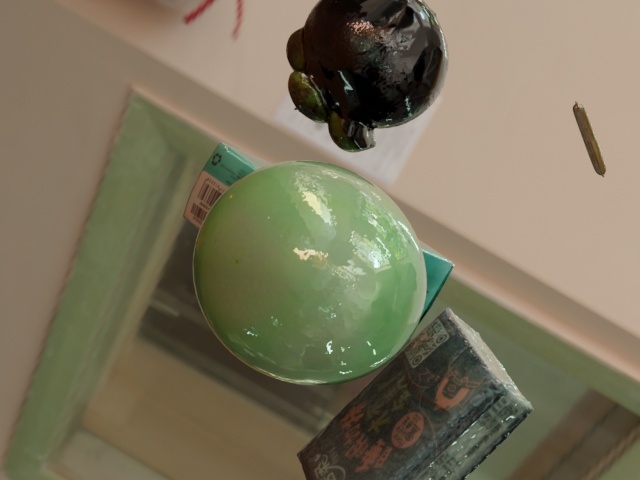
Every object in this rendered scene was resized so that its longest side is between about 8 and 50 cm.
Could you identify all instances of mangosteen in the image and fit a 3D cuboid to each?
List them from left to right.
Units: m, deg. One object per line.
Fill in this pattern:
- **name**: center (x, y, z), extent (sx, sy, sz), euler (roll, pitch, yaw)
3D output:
- **mangosteen**: center (0.062, -0.249, 1.703), extent (0.243, 0.243, 0.243), euler (-60, 179, -2)

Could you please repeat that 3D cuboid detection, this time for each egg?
- **egg**: center (-0.012, 0.033, 1.207), extent (0.220, 0.220, 0.270), euler (-60, -151, 4)

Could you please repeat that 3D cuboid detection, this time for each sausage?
- **sausage**: center (0.305, -0.114, 1.375), extent (0.015, 0.100, 0.015), euler (-22, -156, 10)

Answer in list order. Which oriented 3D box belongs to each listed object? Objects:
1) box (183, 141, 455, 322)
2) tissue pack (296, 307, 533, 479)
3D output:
- **box**: center (0.000, 0.000, 1.600), extent (0.311, 0.205, 0.118), euler (21, 102, -45)
- **tissue pack**: center (0.118, 0.262, 1.658), extent (0.315, 0.103, 0.228), euler (-46, -156, 8)
